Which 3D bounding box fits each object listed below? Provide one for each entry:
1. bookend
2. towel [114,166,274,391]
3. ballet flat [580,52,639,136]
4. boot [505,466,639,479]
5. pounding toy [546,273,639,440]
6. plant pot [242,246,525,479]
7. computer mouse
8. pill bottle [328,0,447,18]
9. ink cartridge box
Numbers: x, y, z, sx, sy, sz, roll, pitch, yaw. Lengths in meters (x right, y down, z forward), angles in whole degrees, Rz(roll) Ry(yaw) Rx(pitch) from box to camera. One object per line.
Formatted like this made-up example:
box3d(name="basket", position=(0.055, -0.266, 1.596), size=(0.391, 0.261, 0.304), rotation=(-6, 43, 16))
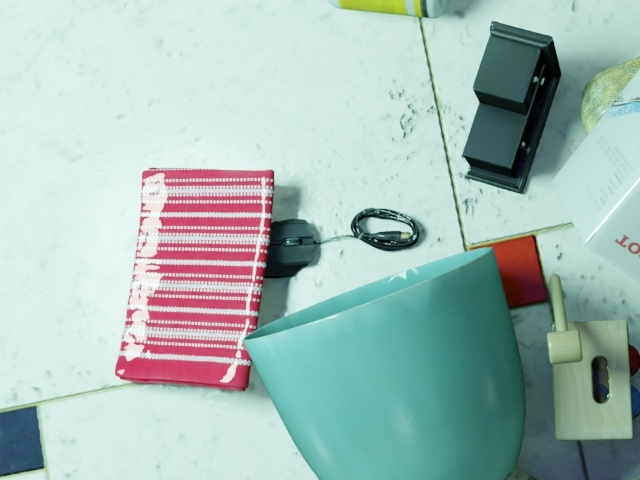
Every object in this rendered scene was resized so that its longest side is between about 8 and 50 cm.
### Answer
box3d(name="bookend", position=(0.216, -0.150, 1.502), size=(0.072, 0.157, 0.156), rotation=(18, 86, 16))
box3d(name="towel", position=(-0.157, 0.044, 1.605), size=(0.198, 0.031, 0.275), rotation=(3, 82, 29))
box3d(name="ballet flat", position=(0.459, -0.202, 1.482), size=(0.348, 0.123, 0.123), rotation=(-22, 77, 8))
box3d(name="boot", position=(0.287, 0.295, 1.460), size=(0.165, 0.077, 0.213), rotation=(33, 94, 18))
box3d(name="pounding toy", position=(0.299, 0.125, 1.414), size=(0.094, 0.206, 0.181), rotation=(-3, 81, 13))
box3d(name="plant pot", position=(0.092, 0.165, 1.429), size=(0.293, 0.293, 0.235), rotation=(-21, 91, 10))
box3d(name="computer mouse", position=(0.000, 0.000, 1.593), size=(0.242, 0.041, 0.071), rotation=(-10, 79, 12))
box3d(name="pill bottle", position=(0.064, -0.331, 1.594), size=(0.184, 0.103, 0.103), rotation=(9, 84, 14))
box3d(name="ink cartridge box", position=(0.411, -0.081, 1.358), size=(0.198, 0.197, 0.270), rotation=(32, 108, -14))
